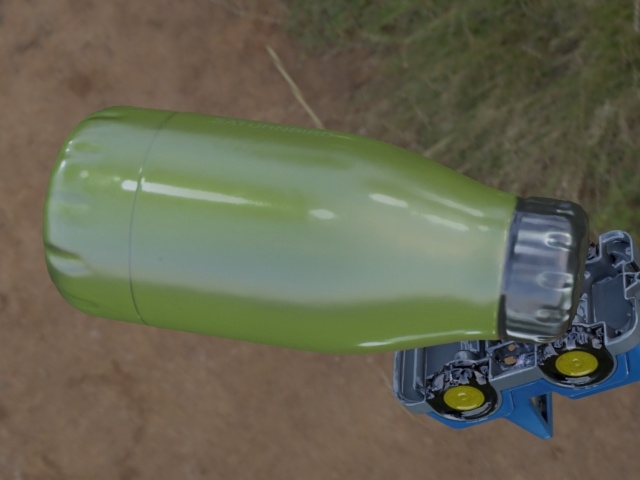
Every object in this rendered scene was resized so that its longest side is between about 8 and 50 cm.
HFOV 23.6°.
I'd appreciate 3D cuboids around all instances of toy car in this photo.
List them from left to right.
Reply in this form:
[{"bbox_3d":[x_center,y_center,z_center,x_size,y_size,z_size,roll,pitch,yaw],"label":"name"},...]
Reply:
[{"bbox_3d":[0.150,0.073,1.043,0.191,0.100,0.097,-20,41,26],"label":"toy car"}]

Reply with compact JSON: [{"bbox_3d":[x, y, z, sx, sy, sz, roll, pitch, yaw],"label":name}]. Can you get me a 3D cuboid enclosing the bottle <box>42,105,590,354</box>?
[{"bbox_3d":[0.000,0.000,0.762,0.260,0.112,0.112,8,65,13],"label":"bottle"}]
